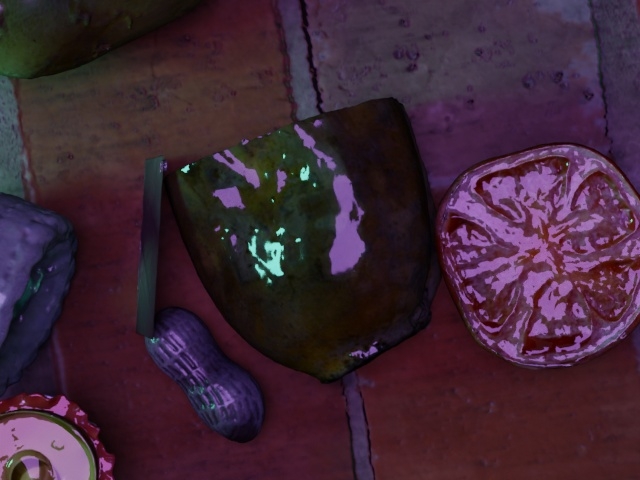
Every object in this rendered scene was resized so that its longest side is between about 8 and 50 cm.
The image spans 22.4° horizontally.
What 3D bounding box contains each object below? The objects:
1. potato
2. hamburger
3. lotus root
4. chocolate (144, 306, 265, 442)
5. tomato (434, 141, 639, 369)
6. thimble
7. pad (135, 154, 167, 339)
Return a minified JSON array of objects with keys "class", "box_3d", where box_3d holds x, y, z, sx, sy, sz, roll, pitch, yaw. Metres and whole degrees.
[{"class":"potato","box_3d":[-0.248,-0.287,1.663,0.307,0.173,0.210,-34,96,2]},{"class":"hamburger","box_3d":[-0.295,0.237,1.672,0.175,0.137,0.175,0,89,0]},{"class":"lotus root","box_3d":[-0.008,0.016,1.651,0.267,0.149,0.260,-18,86,7]},{"class":"chocolate","box_3d":[-0.119,0.140,1.693,0.072,0.072,0.167,-41,83,3]},{"class":"tomato","box_3d":[0.227,0.011,1.651,0.236,0.095,0.237,0,94,0]},{"class":"thimble","box_3d":[-0.365,0.047,1.631,0.171,0.250,0.205,22,123,5]},{"class":"pad","box_3d":[-0.177,0.007,1.682,0.006,0.113,0.188,4,90,-17]}]
